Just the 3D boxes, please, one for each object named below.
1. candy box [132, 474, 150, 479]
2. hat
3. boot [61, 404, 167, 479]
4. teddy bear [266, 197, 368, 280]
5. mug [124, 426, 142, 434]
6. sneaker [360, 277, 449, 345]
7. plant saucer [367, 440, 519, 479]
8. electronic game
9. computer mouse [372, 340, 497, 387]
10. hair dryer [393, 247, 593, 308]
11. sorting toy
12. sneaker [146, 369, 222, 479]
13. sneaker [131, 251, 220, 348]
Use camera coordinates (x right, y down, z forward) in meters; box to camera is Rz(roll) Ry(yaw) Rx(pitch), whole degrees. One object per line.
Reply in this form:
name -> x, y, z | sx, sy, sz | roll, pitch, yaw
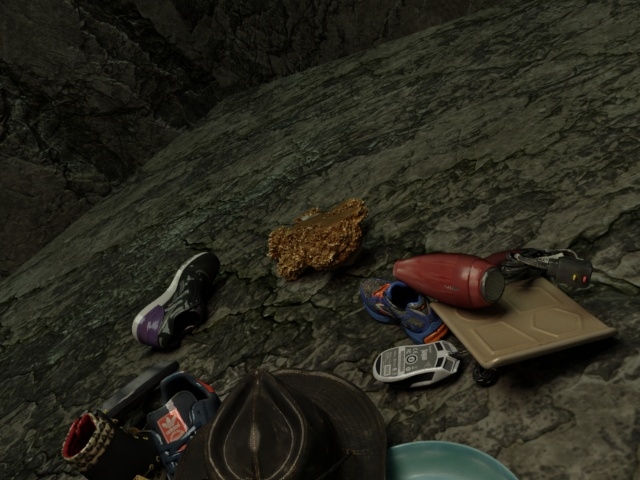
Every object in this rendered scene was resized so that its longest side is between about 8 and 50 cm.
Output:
candy box -> -0.294, 0.441, 0.887 | 0.187, 0.053, 0.109 | -49, 26, 4
hat -> -0.071, 0.258, 0.799 | 0.331, 0.134, 0.331 | -14, 35, 10
boot -> -0.316, 0.325, 1.039 | 0.085, 0.179, 0.236 | -20, 28, 18
teddy bear -> 0.000, 0.000, 1.417 | 0.338, 0.113, 0.245 | -10, 24, 50
mug -> -0.357, 0.375, 1.153 | 0.064, 0.078, 0.062 | -15, 61, 46
sneaker -> 0.136, 0.100, 1.085 | 0.083, 0.087, 0.221 | -37, 27, -17
plant saucer -> 0.096, 0.365, 0.696 | 0.317, 0.044, 0.318 | -24, 25, 12
electronic game -> -0.362, 0.305, 1.188 | 0.229, 0.048, 0.229 | -38, -3, -2
computer mouse -> 0.174, 0.185, 0.947 | 0.192, 0.042, 0.106 | -13, 34, 20
hair dryer -> 0.257, 0.055, 0.973 | 0.293, 0.080, 0.223 | 1, 3, 13
sorting toy -> 0.283, 0.119, 0.909 | 0.192, 0.038, 0.208 | -12, 20, -10
sneaker -> -0.197, 0.325, 0.953 | 0.131, 0.148, 0.350 | -32, 26, -6
sneaker -> -0.302, 0.147, 1.477 | 0.124, 0.107, 0.283 | 10, 48, 33
